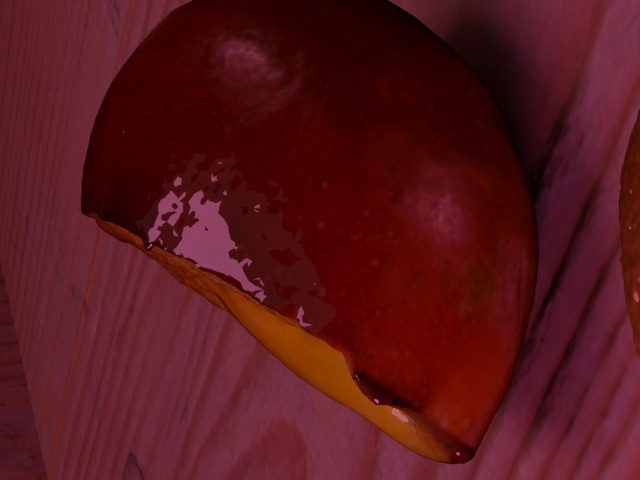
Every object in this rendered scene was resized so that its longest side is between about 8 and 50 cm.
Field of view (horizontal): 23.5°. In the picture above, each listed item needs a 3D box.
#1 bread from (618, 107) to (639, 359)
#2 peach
[{"bbox_3d":[0.216,0.003,0.510,0.239,0.139,0.240,1,93,24],"label":"bread"},{"bbox_3d":[0.000,0.000,0.963,0.281,0.281,0.338,116,144,-51],"label":"peach"}]
